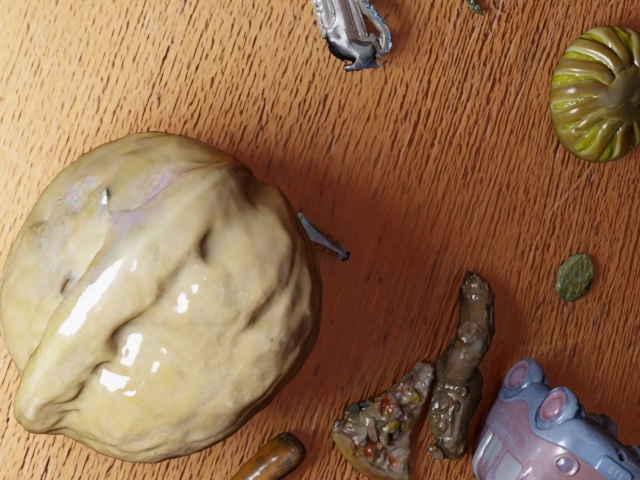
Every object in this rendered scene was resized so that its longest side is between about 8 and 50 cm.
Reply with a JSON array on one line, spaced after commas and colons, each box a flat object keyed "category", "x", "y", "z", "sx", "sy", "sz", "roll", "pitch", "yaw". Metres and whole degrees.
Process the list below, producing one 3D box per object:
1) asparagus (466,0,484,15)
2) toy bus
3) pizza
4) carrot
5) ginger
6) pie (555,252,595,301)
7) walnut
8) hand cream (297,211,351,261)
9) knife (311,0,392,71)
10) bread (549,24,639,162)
[{"category": "asparagus", "x": 0.202, "y": -0.365, "z": 1.644, "sx": 0.014, "sy": 0.015, "sz": 0.114, "roll": -54, "pitch": 124, "yaw": -31}, {"category": "toy bus", "x": 0.342, "y": 0.340, "z": 1.743, "sx": 0.197, "sy": 0.294, "sz": 0.232, "roll": 37, "pitch": 93, "yaw": -19}, {"category": "pizza", "x": 0.115, "y": 0.265, "z": 1.721, "sx": 0.185, "sy": 0.052, "sz": 0.195, "roll": 40, "pitch": 79, "yaw": -35}, {"category": "carrot", "x": -0.091, "y": 0.330, "z": 1.610, "sx": 0.161, "sy": 0.055, "sz": 0.055, "roll": -38, "pitch": 119, "yaw": -11}, {"category": "ginger", "x": 0.220, "y": 0.192, "z": 1.742, "sx": 0.122, "sy": 0.084, "sz": 0.290, "roll": 1, "pitch": 102, "yaw": -49}, {"category": "pie", "x": 0.412, "y": 0.061, "z": 1.874, "sx": 0.085, "sy": 0.017, "sz": 0.085, "roll": -9, "pitch": 107, "yaw": -30}, {"category": "walnut", "x": -0.181, "y": 0.069, "z": 1.324, "sx": 0.383, "sy": 0.383, "sz": 0.383, "roll": -8, "pitch": 105, "yaw": -30}, {"category": "hand cream", "x": 0.000, "y": 0.000, "z": 1.604, "sx": 0.102, "sy": 0.022, "sz": 0.035, "roll": 33, "pitch": 88, "yaw": -28}, {"category": "knife", "x": 0.005, "y": -0.393, "z": 1.498, "sx": 0.089, "sy": 0.043, "sz": 0.365, "roll": -23, "pitch": 111, "yaw": -9}, {"category": "bread", "x": 0.444, "y": -0.226, "z": 1.777, "sx": 0.213, "sy": 0.105, "sz": 0.213, "roll": -7, "pitch": 105, "yaw": -27}]
